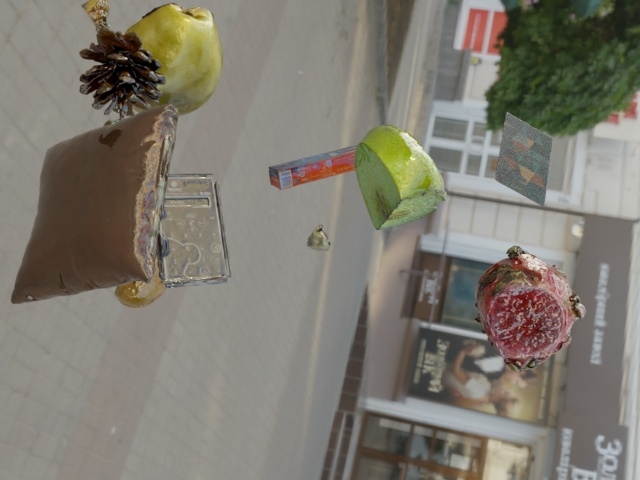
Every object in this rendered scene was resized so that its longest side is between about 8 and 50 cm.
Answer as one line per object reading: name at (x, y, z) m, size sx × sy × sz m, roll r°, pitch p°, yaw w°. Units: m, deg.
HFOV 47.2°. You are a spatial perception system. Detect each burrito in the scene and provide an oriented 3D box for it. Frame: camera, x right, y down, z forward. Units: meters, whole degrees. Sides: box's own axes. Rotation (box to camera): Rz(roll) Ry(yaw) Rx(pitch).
burrito at (-0.002, -0.001, 1.982) m, size 0.229 × 0.063 × 0.058 m, roll 123°, pitch -18°, yaw -82°

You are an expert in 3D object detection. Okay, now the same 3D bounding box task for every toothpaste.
toothpaste at (-0.003, -0.233, 2.314) m, size 0.076 × 0.320 × 0.066 m, roll 33°, pitch -46°, yaw 57°

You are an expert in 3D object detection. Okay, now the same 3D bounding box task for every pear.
pear at (0.203, -0.181, 1.953) m, size 0.292 × 0.159 × 0.292 m, roll 58°, pitch -19°, yaw 32°
pear at (-0.434, -0.496, 2.183) m, size 0.386 × 0.340 × 0.191 m, roll -50°, pitch -125°, yaw 48°

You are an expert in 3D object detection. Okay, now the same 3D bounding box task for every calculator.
calculator at (-0.294, -0.027, 1.654) m, size 0.028 × 0.166 × 0.274 m, roll 133°, pitch -50°, yaw -60°

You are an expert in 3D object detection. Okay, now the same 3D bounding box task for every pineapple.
pineapple at (-0.602, -0.603, 1.975) m, size 0.114 × 0.077 × 0.114 m, roll -84°, pitch 168°, yaw -46°

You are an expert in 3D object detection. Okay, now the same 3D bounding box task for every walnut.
walnut at (-0.502, 0.129, 2.151) m, size 0.211 × 0.087 × 0.167 m, roll -47°, pitch 160°, yaw 7°

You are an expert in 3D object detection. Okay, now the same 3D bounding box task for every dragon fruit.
dragon fruit at (0.432, 0.155, 1.507) m, size 0.147 × 0.211 × 0.282 m, roll -83°, pitch 165°, yaw -78°

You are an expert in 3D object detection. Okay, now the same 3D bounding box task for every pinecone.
pinecone at (-0.518, -0.421, 1.897) m, size 0.201 × 0.229 × 0.202 m, roll -65°, pitch -167°, yaw -14°

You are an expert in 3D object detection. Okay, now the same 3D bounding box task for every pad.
pad at (0.474, -0.190, 1.695) m, size 0.003 × 0.143 × 0.211 m, roll -43°, pitch -155°, yaw 55°

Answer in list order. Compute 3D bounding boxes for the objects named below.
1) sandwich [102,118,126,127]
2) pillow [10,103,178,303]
sandwich at (-0.593, -0.328, 2.176) m, size 0.105 × 0.036 × 0.093 m, roll 34°, pitch 82°, yaw -41°
pillow at (-0.366, -0.051, 1.190) m, size 0.108 × 0.305 × 0.308 m, roll 35°, pitch 50°, yaw -50°
